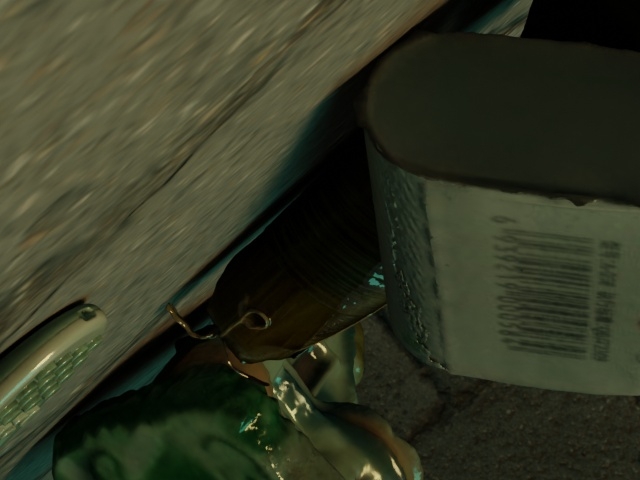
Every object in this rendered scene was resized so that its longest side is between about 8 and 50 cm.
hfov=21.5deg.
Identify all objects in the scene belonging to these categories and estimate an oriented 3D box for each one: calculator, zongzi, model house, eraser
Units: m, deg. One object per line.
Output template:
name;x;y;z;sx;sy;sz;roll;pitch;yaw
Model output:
calculator;-0.146;0.080;0.709;0.153;0.021;0.095;-42;176;21
zongzi;0.027;0.003;1.008;0.187;0.084;0.184;-41;168;22
model house;-0.003;0.136;1.261;0.194;0.267;0.325;-27;-162;35
eraser;0.110;-0.004;0.800;0.227;0.174;0.081;77;24;-65

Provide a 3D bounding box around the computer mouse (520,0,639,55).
computer mouse;0.184;-0.139;0.798;0.170;0.100;0.269;-23;173;-11
